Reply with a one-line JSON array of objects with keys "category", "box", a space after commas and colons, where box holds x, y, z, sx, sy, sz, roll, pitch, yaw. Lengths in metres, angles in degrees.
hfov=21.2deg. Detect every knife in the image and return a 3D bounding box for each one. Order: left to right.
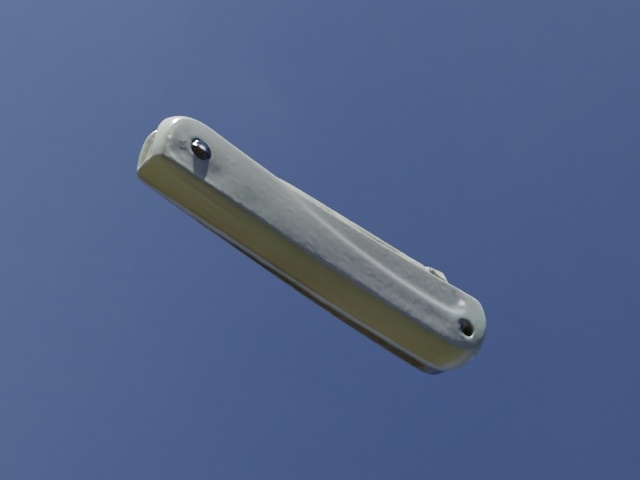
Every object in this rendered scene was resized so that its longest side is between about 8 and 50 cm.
[{"category": "knife", "box": [-0.001, 0.002, 1.110, 0.265, 0.073, 0.040, 32, -41, -20]}]
